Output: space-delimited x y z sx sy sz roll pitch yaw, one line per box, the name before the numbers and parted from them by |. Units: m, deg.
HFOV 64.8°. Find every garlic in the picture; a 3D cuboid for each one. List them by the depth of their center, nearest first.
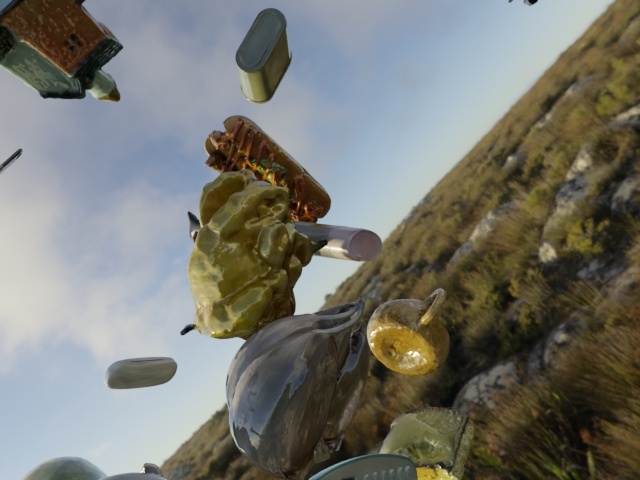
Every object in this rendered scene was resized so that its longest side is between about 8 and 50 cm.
garlic | -0.021 0.216 0.734 0.210 0.237 0.292 -152 67 -63

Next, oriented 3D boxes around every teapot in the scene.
teapot | 0.233 0.215 1.263 0.167 0.203 0.311 -51 -11 -44

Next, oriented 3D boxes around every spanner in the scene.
spanner | -0.832 -0.143 1.255 0.087 0.024 0.316 -37 26 34

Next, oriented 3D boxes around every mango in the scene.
mango | -0.505 0.543 0.989 0.201 0.225 0.382 -31 -5 -25

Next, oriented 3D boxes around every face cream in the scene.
face cream | 0.000 0.000 1.081 0.107 0.269 0.073 4 -87 -44

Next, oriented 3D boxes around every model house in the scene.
model house | -0.522 -0.384 1.010 0.253 0.184 0.291 -40 -40 1

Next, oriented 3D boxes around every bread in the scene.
bread | 0.309 0.568 1.393 0.262 0.163 0.204 -13 38 44

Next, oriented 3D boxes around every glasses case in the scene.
glasses case | -0.386 0.286 1.093 0.164 0.041 0.063 10 -72 -49

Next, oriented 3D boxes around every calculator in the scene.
calculator | 0.110 0.612 1.122 0.386 0.256 0.054 14 -20 -40

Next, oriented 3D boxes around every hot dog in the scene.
hot dog | -0.122 -0.140 1.196 0.158 0.349 0.117 -30 36 25

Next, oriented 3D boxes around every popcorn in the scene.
popcorn | -0.123 0.029 0.931 0.280 0.316 0.297 -10 -9 -3

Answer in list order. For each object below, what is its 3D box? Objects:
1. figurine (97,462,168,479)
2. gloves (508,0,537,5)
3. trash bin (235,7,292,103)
figurine | -0.334 0.477 0.753 0.227 0.274 0.394 -68 2 -45
gloves | 0.346 -0.410 0.847 0.037 0.044 0.081 -52 32 6
trash bin | -0.187 -0.600 1.664 0.243 0.121 0.247 -62 -2 -5
